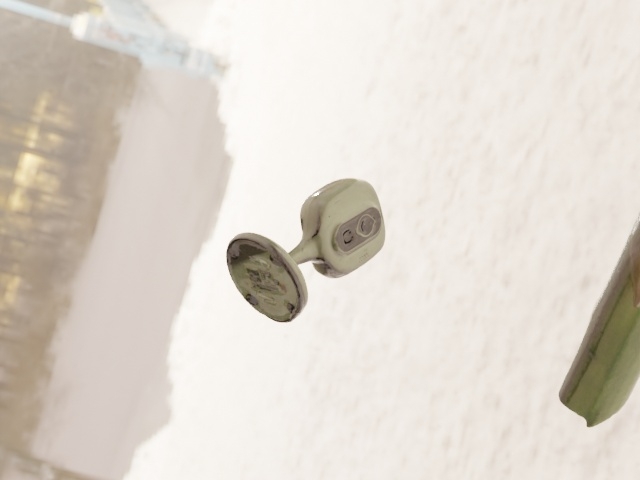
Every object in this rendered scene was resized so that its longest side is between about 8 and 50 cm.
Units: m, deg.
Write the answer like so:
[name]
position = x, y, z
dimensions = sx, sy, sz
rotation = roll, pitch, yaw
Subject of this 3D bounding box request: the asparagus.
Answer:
[asparagus]
position = 0.253, 0.024, 1.048
dimensions = 0.067, 0.060, 0.278
rotation = -85, 11, -55

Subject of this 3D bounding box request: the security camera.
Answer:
[security camera]
position = 0.000, 0.000, 0.742
dimensions = 0.092, 0.058, 0.058
rotation = -37, -10, -34
